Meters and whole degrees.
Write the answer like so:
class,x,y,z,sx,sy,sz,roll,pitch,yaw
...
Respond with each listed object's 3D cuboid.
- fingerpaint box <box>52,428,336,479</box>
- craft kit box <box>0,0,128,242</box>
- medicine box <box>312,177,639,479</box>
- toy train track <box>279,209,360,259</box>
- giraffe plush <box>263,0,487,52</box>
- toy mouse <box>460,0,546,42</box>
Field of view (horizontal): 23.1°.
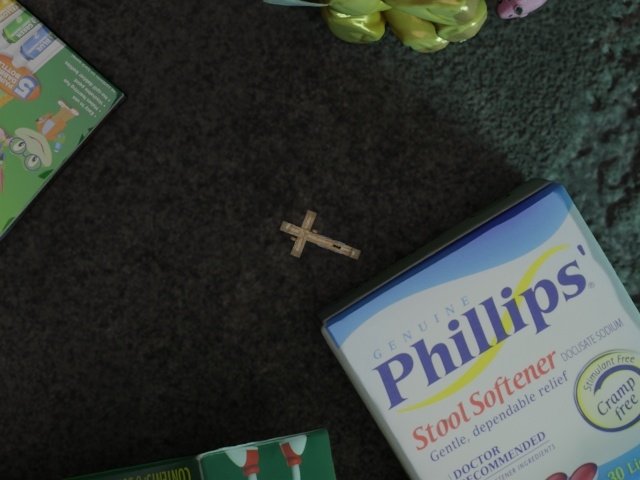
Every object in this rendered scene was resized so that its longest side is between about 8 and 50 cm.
class,x,y,z,sx,sy,sz,roll,pitch,yaw
fingerpaint box,-0.172,0.381,1.332,0.445,0.163,0.371,-16,82,40
craft kit box,-0.360,-0.130,1.506,0.250,0.061,0.246,41,93,-4
medicine box,0.177,0.128,1.499,0.263,0.149,0.289,-32,95,-1
toy train track,0.000,0.000,1.550,0.083,0.014,0.048,21,92,-4
giraffe plush,0.059,-0.287,1.469,0.210,0.181,0.170,11,80,-21
toy mouse,0.172,-0.260,1.537,0.161,0.031,0.143,29,91,-4
